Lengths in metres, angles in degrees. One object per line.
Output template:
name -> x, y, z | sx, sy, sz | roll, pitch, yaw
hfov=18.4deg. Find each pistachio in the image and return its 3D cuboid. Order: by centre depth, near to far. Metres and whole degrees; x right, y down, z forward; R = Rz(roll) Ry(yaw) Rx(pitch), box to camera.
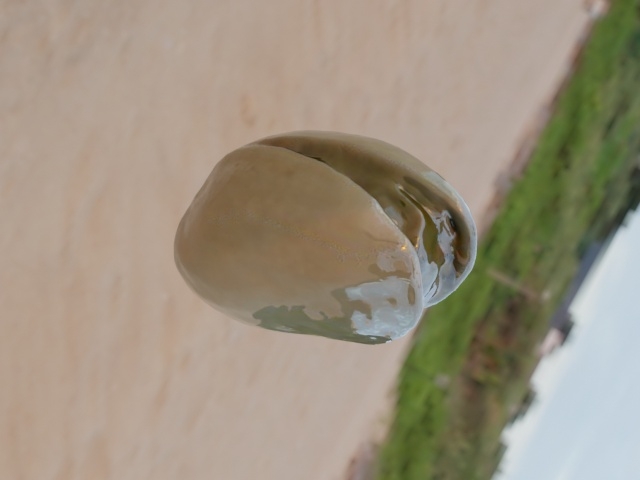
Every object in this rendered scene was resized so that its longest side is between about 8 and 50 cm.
pistachio -> 0.000, 0.000, 1.183 | 0.226, 0.136, 0.136 | 3, -123, 51
